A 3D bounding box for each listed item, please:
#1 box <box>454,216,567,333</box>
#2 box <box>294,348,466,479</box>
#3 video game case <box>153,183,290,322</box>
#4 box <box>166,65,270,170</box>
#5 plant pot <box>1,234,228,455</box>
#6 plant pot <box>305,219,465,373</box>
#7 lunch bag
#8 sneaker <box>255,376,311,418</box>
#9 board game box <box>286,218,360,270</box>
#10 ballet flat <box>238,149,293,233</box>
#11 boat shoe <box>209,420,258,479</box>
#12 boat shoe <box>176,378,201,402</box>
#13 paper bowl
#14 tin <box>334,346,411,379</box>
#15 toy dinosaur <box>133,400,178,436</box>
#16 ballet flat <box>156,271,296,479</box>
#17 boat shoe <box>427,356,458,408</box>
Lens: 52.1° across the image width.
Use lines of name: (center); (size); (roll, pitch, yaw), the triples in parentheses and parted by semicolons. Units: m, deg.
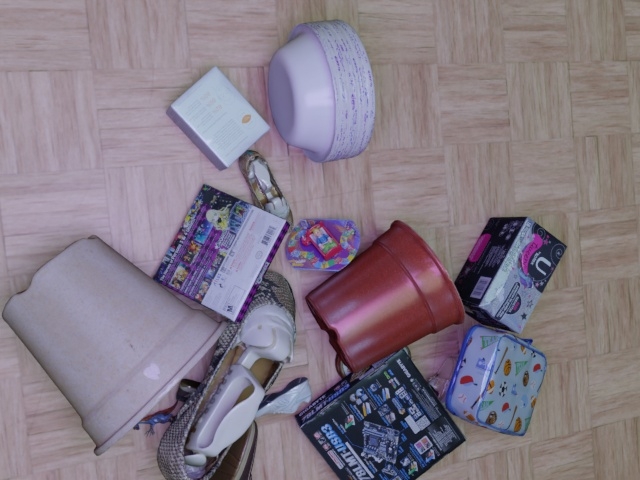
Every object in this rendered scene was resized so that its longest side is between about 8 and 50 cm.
box: (0.452, 0.081, 1.594); (0.142, 0.163, 0.247); (33, 81, -17)
box: (0.141, 0.434, 1.514); (0.293, 0.073, 0.295); (-36, 105, -4)
video game case: (-0.205, 0.024, 1.355); (0.210, 0.042, 0.232); (23, 82, 18)
box: (-0.215, -0.252, 1.375); (0.130, 0.091, 0.170); (-45, 105, -14)
plant pot: (-0.398, 0.168, 1.226); (0.334, 0.334, 0.305); (-45, 94, -13)
plant pot: (0.128, 0.139, 1.439); (0.265, 0.272, 0.272); (-32, 102, -8)
lunch bag: (0.432, 0.335, 1.581); (0.303, 0.115, 0.243); (28, 76, -45)
sneaker: (-0.085, 0.366, 1.466); (0.152, 0.054, 0.061); (-24, 103, -18)
board game box: (0.000, 0.000, 1.432); (0.169, 0.033, 0.133); (2, 58, 19)
ballet flat: (-0.116, -0.102, 1.430); (0.073, 0.067, 0.206); (-34, 103, -15)
boat shoe: (-0.203, 0.537, 1.409); (0.123, 0.123, 0.342); (25, 81, -51)
boat shoe: (-0.239, 0.344, 1.412); (0.152, 0.056, 0.049); (26, 96, -18)
paper bowl: (-0.013, -0.301, 1.345); (0.148, 0.284, 0.284); (-12, 96, -19)
tin: (0.128, 0.284, 1.552); (0.190, 0.040, 0.106); (-1, 88, -20)
toy dinosaur: (-0.352, 0.380, 1.387); (0.082, 0.047, 0.090); (14, 54, -12)
ballet flat: (-0.152, 0.277, 1.325); (0.164, 0.182, 0.483); (39, 67, -23)
boat shoe: (0.288, 0.359, 1.598); (0.059, 0.063, 0.170); (25, 84, -25)
